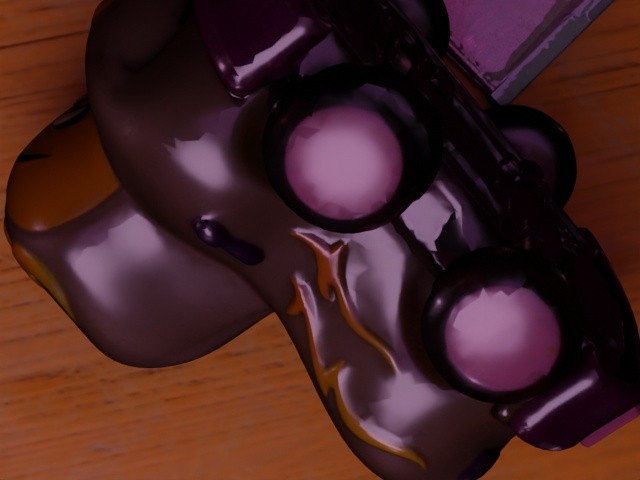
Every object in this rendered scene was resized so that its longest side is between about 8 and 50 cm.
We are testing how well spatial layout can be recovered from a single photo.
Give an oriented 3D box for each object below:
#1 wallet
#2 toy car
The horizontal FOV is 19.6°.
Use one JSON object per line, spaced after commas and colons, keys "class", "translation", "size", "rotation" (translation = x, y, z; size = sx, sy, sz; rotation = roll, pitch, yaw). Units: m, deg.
{"class": "wallet", "translation": [0.148, -0.199, 1.105], "size": [0.232, 0.025, 0.119], "rotation": [-44, 95, -5]}
{"class": "toy car", "translation": [0.000, 0.000, 0.989], "size": [0.240, 0.271, 0.341], "rotation": [-37, 101, 18]}
